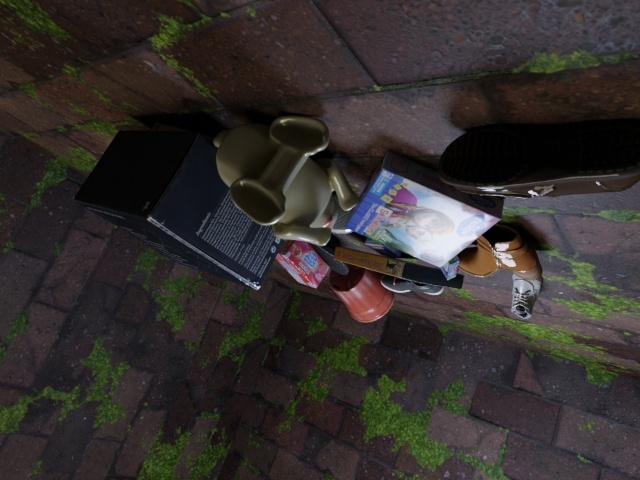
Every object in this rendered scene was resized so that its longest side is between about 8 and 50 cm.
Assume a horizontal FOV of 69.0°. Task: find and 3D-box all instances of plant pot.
[{"bbox_3d":[0.190,0.225,2.308,0.273,0.272,0.265,9,153,42],"label":"plant pot"}]

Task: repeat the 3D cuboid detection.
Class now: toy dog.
[{"bbox_3d":[-0.097,-0.128,1.299,0.396,0.284,0.408,18,168,27],"label":"toy dog"}]

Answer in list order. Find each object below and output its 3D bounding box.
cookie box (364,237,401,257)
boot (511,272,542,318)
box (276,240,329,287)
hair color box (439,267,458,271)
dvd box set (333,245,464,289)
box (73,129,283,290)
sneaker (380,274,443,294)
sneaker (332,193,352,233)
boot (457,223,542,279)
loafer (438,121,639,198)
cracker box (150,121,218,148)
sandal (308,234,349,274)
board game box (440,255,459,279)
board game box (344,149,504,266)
[{"bbox_3d":[0.229,0.020,1.685,0.107,0.040,0.092,33,164,-37],"label":"cookie box"},{"bbox_3d":[0.717,0.197,1.630,0.095,0.123,0.258,11,163,36],"label":"boot"},{"bbox_3d":[-0.093,0.082,2.040,0.128,0.122,0.256,12,151,46],"label":"box"},{"bbox_3d":[0.465,0.071,1.697,0.072,0.043,0.141,15,166,25],"label":"hair color box"},{"bbox_3d":[0.289,0.101,1.791,0.308,0.062,0.421,12,180,-33],"label":"dvd box set"},{"bbox_3d":[-0.436,-0.102,1.527,0.480,0.297,0.472,12,161,40],"label":"box"},{"bbox_3d":[0.389,0.169,2.084,0.296,0.104,0.147,5,157,34],"label":"sneaker"},{"bbox_3d":[0.016,-0.091,1.592,0.321,0.126,0.127,25,166,36],"label":"sneaker"},{"bbox_3d":[0.490,0.029,1.376,0.284,0.108,0.220,17,163,49],"label":"boot"},{"bbox_3d":[0.394,-0.124,0.857,0.366,0.133,0.130,9,162,41],"label":"loafer"},{"bbox_3d":[-0.434,-0.305,1.557,0.233,0.067,0.155,17,164,16],"label":"cracker box"},{"bbox_3d":[0.001,-0.001,2.049,0.168,0.107,0.446,6,147,51],"label":"sandal"},{"bbox_3d":[0.400,0.042,1.521,0.035,0.136,0.201,-26,159,3],"label":"board game box"},{"bbox_3d":[0.262,-0.068,1.258,0.318,0.065,0.318,22,151,-3],"label":"board game box"}]
